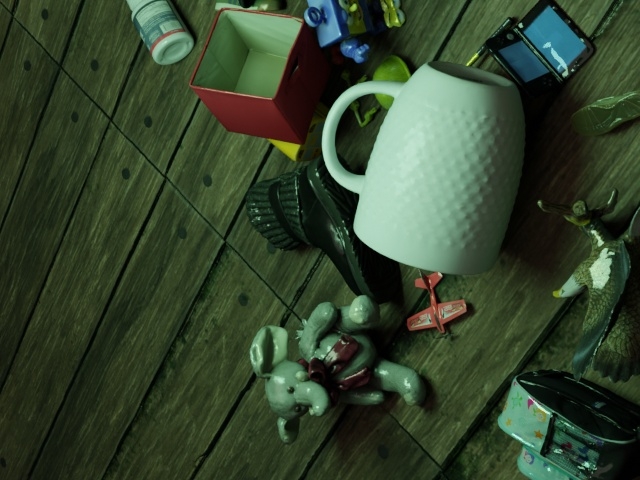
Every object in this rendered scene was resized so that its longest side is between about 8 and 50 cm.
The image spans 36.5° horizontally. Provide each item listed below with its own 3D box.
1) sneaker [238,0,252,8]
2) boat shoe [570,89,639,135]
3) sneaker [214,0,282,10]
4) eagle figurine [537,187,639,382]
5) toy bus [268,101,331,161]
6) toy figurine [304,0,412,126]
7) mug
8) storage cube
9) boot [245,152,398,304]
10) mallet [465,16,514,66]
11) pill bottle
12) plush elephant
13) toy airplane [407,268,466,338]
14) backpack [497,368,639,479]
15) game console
[{"bbox_3d":[-0.057,-0.570,2.023,0.302,0.108,0.121,-11,95,31],"label":"sneaker"},{"bbox_3d":[0.506,-0.224,1.675,0.153,0.048,0.056,-23,95,46],"label":"boat shoe"},{"bbox_3d":[-0.165,-0.552,2.148,0.192,0.064,0.086,12,108,40],"label":"sneaker"},{"bbox_3d":[0.486,0.081,1.635,0.225,0.226,0.299,105,154,-66],"label":"eagle figurine"},{"bbox_3d":[-0.113,-0.302,2.106,0.332,0.130,0.108,40,120,27],"label":"toy bus"},{"bbox_3d":[0.035,-0.403,1.912,0.191,0.217,0.363,-15,87,40],"label":"toy figurine"},{"bbox_3d":[0.184,-0.157,1.764,0.373,0.276,0.328,17,111,10],"label":"mug"},{"bbox_3d":[-0.114,-0.324,1.922,0.214,0.193,0.184,12,73,23],"label":"storage cube"},{"bbox_3d":[0.002,-0.002,2.062,0.260,0.131,0.348,-25,88,44],"label":"boot"},{"bbox_3d":[0.287,-0.344,1.815,0.039,0.062,0.190,54,125,21],"label":"mallet"},{"bbox_3d":[-0.387,-0.520,2.309,0.108,0.108,0.180,-43,70,36],"label":"pill bottle"},{"bbox_3d":[-0.003,0.278,2.008,0.330,0.255,0.272,3,129,48],"label":"plush elephant"},{"bbox_3d":[0.229,0.128,1.965,0.151,0.028,0.151,7,101,37],"label":"toy airplane"},{"bbox_3d":[0.444,0.335,1.701,0.253,0.225,0.191,33,112,35],"label":"backpack"},{"bbox_3d":[0.386,-0.344,1.723,0.144,0.124,0.085,54,152,19],"label":"game console"}]
